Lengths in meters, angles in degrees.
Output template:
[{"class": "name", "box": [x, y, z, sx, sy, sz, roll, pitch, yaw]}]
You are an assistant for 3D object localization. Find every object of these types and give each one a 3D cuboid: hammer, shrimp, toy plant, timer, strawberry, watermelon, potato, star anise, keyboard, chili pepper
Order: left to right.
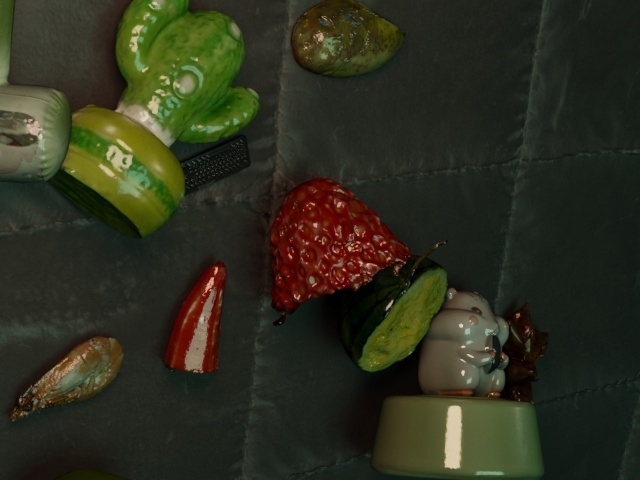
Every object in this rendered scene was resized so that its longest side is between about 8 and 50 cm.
[{"class": "hammer", "box": [-0.386, -0.237, 1.507, 0.206, 0.119, 0.336, 5, 90, -4]}, {"class": "shrimp", "box": [-0.350, 0.199, 1.795, 0.184, 0.043, 0.091, -30, 130, -26]}, {"class": "toy plant", "box": [-0.203, -0.170, 1.662, 0.224, 0.184, 0.316, 39, 73, -25]}, {"class": "keyboard", "box": [-0.165, -0.100, 1.823, 0.155, 0.010, 0.053, -27, 127, -27]}, {"class": "chili pepper", "box": [-0.170, 0.108, 1.888, 0.088, 0.065, 0.169, 9, 101, -42]}, {"class": "strawberry", "box": [0.000, 0.000, 1.923, 0.234, 0.234, 0.178, -26, 94, -27]}, {"class": "potato", "box": [0.050, -0.289, 1.879, 0.198, 0.054, 0.119, 6, 104, -40]}, {"class": "watermelon", "box": [0.103, 0.099, 2.047, 0.204, 0.127, 0.232, -41, 152, -20]}, {"class": "timer", "box": [0.237, 0.240, 2.176, 0.290, 0.290, 0.315, 10, 81, -41]}, {"class": "star anise", "box": [0.351, 0.218, 2.320, 0.196, 0.111, 0.212, 78, 31, -69]}]

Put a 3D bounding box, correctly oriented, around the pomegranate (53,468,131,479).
[{"class": "pomegranate", "box": [-0.302, 0.442, 1.848, 0.236, 0.236, 0.302, -63, 157, 4]}]
